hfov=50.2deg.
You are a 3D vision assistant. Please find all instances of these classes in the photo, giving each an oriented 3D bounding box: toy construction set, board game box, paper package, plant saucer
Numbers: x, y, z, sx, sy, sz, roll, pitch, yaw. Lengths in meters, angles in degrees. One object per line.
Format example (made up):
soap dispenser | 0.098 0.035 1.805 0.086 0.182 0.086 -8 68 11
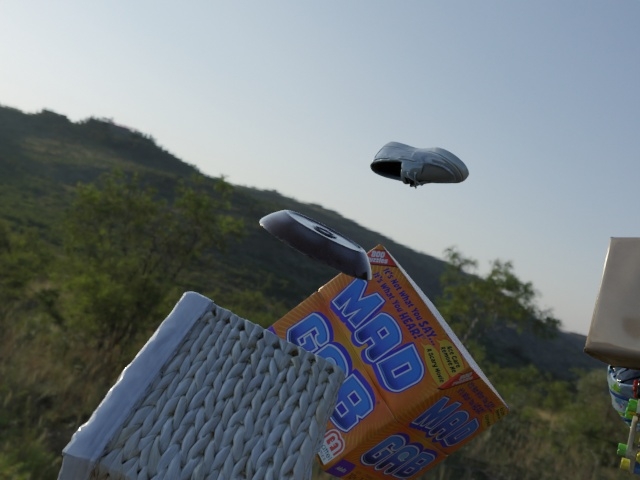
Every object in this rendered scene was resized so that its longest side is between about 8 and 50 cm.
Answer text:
toy construction set | 0.781 0.447 1.605 0.151 0.215 0.327 15 -13 15
board game box | 0.145 0.305 1.549 0.356 0.356 0.356 46 9 -52
paper package | 0.823 0.154 1.584 0.168 0.309 0.325 27 -15 -36
plant saucer | 0.000 0.000 1.070 0.199 0.036 0.198 27 8 -4

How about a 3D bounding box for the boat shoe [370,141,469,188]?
boat shoe | 0.191 -0.139 1.367 0.227 0.081 0.079 21 -29 48

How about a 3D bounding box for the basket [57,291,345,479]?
basket | -0.165 0.311 0.923 0.267 0.328 0.331 24 33 1

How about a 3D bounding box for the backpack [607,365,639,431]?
backpack | 1.013 0.416 1.953 0.356 0.273 0.290 3 26 18
